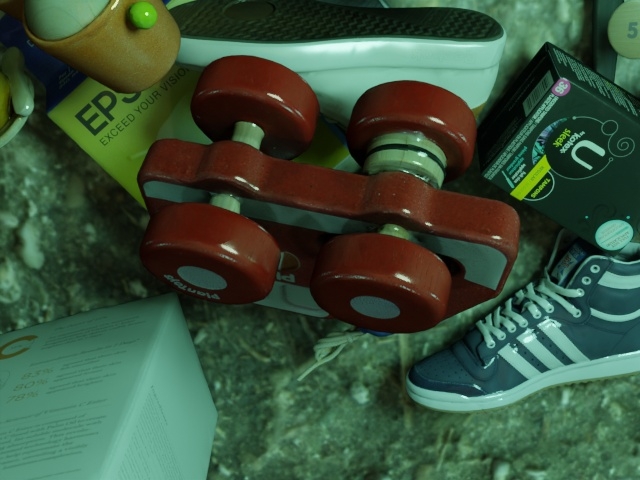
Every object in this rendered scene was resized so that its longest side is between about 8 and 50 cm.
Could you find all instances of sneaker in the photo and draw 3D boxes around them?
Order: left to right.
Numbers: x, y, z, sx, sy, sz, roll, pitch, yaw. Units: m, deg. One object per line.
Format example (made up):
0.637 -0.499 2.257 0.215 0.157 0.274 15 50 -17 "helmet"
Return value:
0.004 -0.134 0.702 0.290 0.106 0.123 5 130 -1 "sneaker"
0.219 0.078 0.854 0.282 0.099 0.153 -12 114 -3 "sneaker"

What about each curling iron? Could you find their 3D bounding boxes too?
0.286 -0.251 0.773 0.068 0.035 0.274 3 110 -2 "curling iron"

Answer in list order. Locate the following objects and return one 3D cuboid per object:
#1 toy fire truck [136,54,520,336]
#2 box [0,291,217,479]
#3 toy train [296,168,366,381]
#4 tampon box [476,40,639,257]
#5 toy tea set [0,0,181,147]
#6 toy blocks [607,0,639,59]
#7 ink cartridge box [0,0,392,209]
0.000 0.000 0.684 0.302 0.169 0.254 11 154 6 "toy fire truck"
-0.236 0.211 0.770 0.215 0.345 0.168 -14 110 5 "box"
0.031 0.025 0.841 0.248 0.105 0.143 -36 96 12 "toy train"
0.248 -0.086 0.783 0.161 0.101 0.120 29 121 -10 "tampon box"
-0.256 -0.187 0.656 0.336 0.200 0.124 -18 151 18 "toy tea set"
0.346 -0.179 0.771 0.054 0.148 0.123 -31 83 53 "toy blocks"
-0.095 -0.171 0.765 0.303 0.072 0.307 -39 115 14 "ink cartridge box"
